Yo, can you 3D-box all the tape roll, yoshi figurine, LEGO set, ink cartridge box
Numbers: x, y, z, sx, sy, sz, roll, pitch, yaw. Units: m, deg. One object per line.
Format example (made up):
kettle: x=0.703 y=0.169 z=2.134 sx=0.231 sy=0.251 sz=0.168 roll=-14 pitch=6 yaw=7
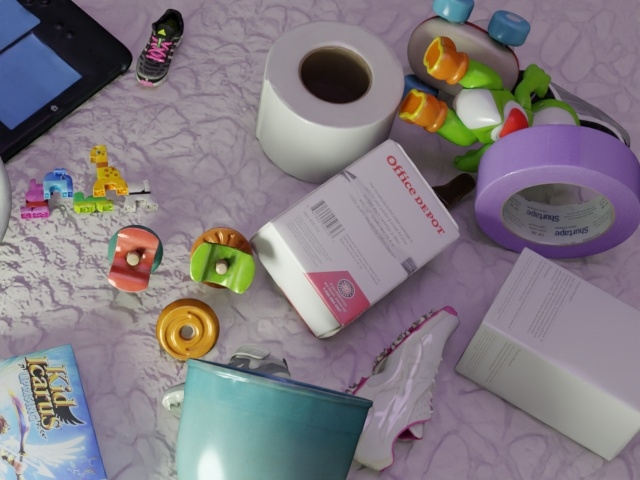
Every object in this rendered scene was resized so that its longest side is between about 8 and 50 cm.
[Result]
tape roll: x=0.401 y=-0.078 z=2.006 sx=0.275 sy=0.274 sz=0.090 roll=12 pitch=58 yaw=-3
yoshi figurine: x=0.326 y=-0.217 z=2.089 sx=0.362 sy=0.203 sz=0.203 roll=23 pitch=58 yaw=-14
LEGO set: x=-0.390 y=-0.104 z=1.992 sx=0.227 sy=0.087 sz=0.093 roll=-4 pitch=60 yaw=-14
tape roll: x=0.014 y=-0.244 z=2.102 sx=0.246 sy=0.169 sz=0.246 roll=4 pitch=59 yaw=-7
ink cartridge box: x=0.059 y=-0.004 z=1.962 sx=0.283 sy=0.117 sz=0.207 roll=-36 pitch=90 yaw=-27

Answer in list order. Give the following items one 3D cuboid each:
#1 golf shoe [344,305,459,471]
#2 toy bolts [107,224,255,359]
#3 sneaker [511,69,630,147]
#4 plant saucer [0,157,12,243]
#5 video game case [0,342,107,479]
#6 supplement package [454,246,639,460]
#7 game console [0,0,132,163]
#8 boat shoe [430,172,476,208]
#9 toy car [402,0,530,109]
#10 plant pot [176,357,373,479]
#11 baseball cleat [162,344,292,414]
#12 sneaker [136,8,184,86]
golf shoe: x=0.135 y=0.234 z=1.878 sx=0.140 sy=0.115 sz=0.306 roll=44 pitch=67 yaw=4
toy bolts: x=-0.240 y=0.061 z=1.921 sx=0.229 sy=0.158 sz=0.218 roll=20 pitch=98 yaw=-9
sneaker: x=0.460 y=-0.229 z=2.229 sx=0.271 sy=0.100 sz=0.108 roll=38 pitch=31 yaw=19
plant saucer: x=-0.694 y=-0.038 z=1.889 sx=0.401 sy=0.100 sz=0.400 roll=4 pitch=58 yaw=-7
video game case: x=-0.455 y=0.303 z=1.747 sx=0.244 sy=0.061 sz=0.269 roll=-12 pitch=62 yaw=-18
supplement package: x=0.397 y=0.183 z=1.904 sx=0.293 sy=0.175 sz=0.177 roll=30 pitch=57 yaw=9
game console: x=-0.582 y=-0.321 z=2.108 sx=0.342 sy=0.060 sz=0.386 roll=38 pitch=61 yaw=14
boat shoe: x=0.216 y=-0.074 z=2.107 sx=0.135 sy=0.045 sz=0.050 roll=-24 pitch=73 yaw=-27
toy car: x=0.282 y=-0.362 z=2.238 sx=0.210 sy=0.219 sz=0.238 roll=24 pitch=29 yaw=6
plant pot: x=-0.084 y=0.320 z=1.681 sx=0.272 sy=0.271 sz=0.255 roll=13 pitch=85 yaw=-2
baseball cleat: x=-0.149 y=0.220 z=1.859 sx=0.206 sy=0.072 sz=0.109 roll=-1 pitch=45 yaw=-16
sneaker: x=-0.293 y=-0.359 z=2.172 sx=0.063 sy=0.074 sz=0.170 roll=20 pitch=58 yaw=2
